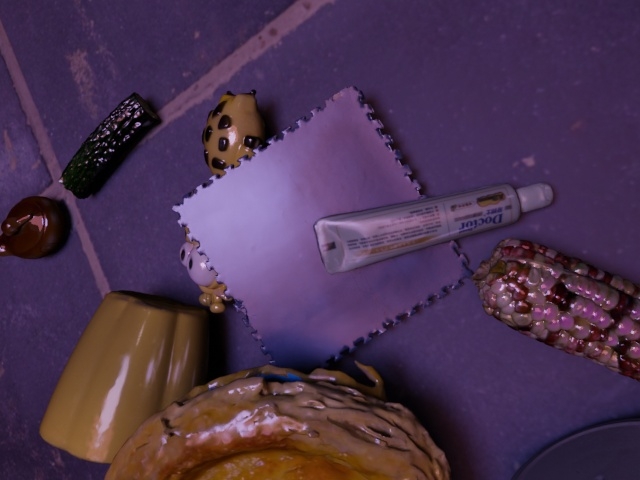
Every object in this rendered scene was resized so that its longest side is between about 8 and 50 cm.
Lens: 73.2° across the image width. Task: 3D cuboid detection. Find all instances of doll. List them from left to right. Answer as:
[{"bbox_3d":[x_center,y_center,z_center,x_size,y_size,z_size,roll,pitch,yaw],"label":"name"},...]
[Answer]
[{"bbox_3d":[-0.128,-0.049,0.567,0.117,0.086,0.291,21,102,55],"label":"doll"}]

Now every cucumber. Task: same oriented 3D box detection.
[{"bbox_3d":[-0.320,-0.141,0.648,0.187,0.058,0.058,-41,78,17],"label":"cucumber"}]

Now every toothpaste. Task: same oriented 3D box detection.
[{"bbox_3d":[0.121,-0.021,0.472,0.255,0.037,0.067,-14,98,7],"label":"toothpaste"}]

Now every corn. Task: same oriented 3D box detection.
[{"bbox_3d":[0.289,0.082,0.418,0.280,0.092,0.092,24,100,14],"label":"corn"}]

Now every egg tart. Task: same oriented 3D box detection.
[{"bbox_3d":[-0.035,0.306,0.469,0.387,0.169,0.388,0,95,0],"label":"egg tart"}]

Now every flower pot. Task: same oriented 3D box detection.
[{"bbox_3d":[-0.231,0.165,0.565,0.195,0.195,0.179,12,83,20],"label":"flower pot"}]

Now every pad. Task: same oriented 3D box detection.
[{"bbox_3d":[0.000,0.000,0.505,0.269,0.012,0.270,-31,92,5],"label":"pad"}]

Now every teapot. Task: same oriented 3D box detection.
[{"bbox_3d":[-0.477,-0.018,0.697,0.129,0.078,0.098,-28,82,19],"label":"teapot"}]

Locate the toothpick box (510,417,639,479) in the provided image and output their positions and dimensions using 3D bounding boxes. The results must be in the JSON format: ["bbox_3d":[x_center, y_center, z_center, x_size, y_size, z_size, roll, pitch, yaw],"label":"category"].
[{"bbox_3d":[0.314,0.340,0.357,0.229,0.229,0.316,-33,82,18],"label":"toothpick box"}]
